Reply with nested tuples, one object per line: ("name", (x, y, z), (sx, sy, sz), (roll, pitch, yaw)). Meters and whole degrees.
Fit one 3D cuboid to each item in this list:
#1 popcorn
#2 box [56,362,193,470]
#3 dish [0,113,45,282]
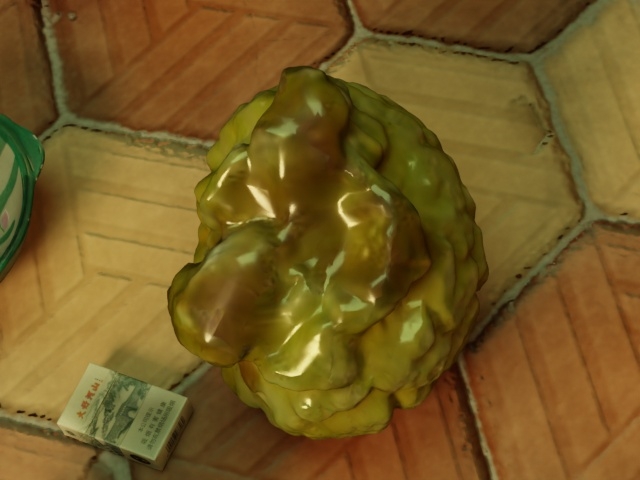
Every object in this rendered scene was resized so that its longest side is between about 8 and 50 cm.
("popcorn", (0.000, 0.000, 1.194), (0.206, 0.251, 0.237), (15, 61, 26))
("box", (-0.141, 0.126, 1.278), (0.083, 0.024, 0.054), (18, 67, 20))
("dish", (-0.315, -0.015, 1.363), (0.224, 0.078, 0.246), (-38, 61, -11))
